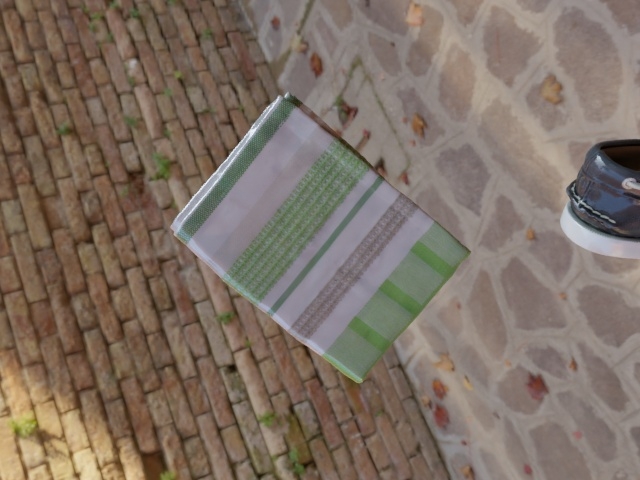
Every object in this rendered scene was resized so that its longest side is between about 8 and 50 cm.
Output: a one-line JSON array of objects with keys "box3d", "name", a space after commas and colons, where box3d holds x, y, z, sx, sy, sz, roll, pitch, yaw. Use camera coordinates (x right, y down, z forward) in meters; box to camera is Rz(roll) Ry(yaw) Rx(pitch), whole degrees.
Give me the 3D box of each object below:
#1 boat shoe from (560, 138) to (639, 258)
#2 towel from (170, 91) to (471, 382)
[{"box3d": [0.372, -0.045, 0.595, 0.114, 0.302, 0.091, -109, 17, -50], "name": "boat shoe"}, {"box3d": [0.000, 0.000, 0.409, 0.152, 0.113, 0.023, 40, -175, -4], "name": "towel"}]
